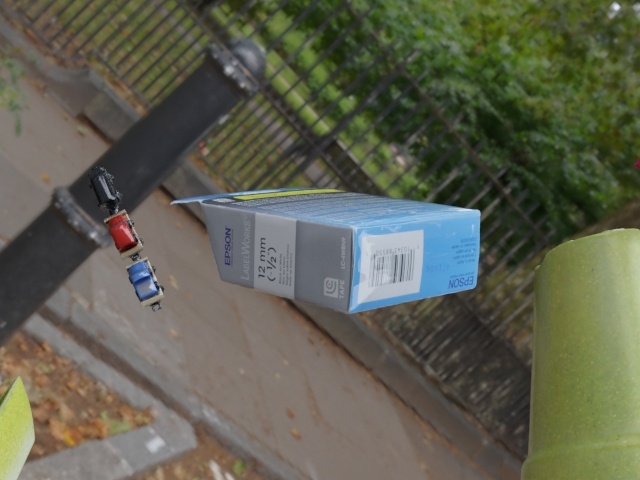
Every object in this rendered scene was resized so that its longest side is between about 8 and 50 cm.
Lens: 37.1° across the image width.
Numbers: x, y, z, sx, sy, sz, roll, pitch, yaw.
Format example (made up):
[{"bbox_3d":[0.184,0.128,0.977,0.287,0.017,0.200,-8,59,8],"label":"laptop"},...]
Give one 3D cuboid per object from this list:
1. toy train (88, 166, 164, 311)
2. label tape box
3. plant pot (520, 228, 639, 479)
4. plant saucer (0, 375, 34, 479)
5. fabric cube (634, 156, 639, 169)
[{"bbox_3d":[-0.189,-0.004,0.923,0.158,0.027,0.036,63,-7,16],"label":"toy train"},{"bbox_3d":[0.000,0.000,1.274,0.347,0.115,0.249,9,12,44],"label":"label tape box"},{"bbox_3d":[0.306,0.132,0.904,0.276,0.276,0.254,37,47,-61],"label":"plant pot"},{"bbox_3d":[-0.297,0.224,0.760,0.045,0.188,0.188,38,10,-13],"label":"plant saucer"},{"bbox_3d":[0.507,-0.116,0.879,0.254,0.259,0.258,-21,55,-43],"label":"fabric cube"}]
